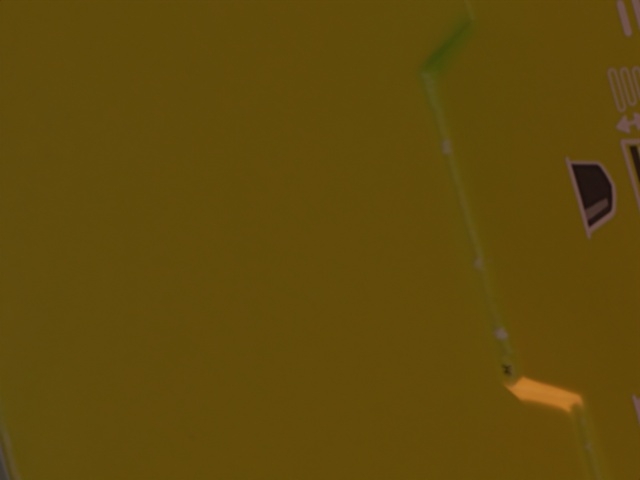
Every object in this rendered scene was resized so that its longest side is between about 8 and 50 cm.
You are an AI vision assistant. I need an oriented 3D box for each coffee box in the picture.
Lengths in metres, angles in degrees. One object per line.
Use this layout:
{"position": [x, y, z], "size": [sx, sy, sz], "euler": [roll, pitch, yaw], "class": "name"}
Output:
{"position": [0.000, 0.000, 0.633], "size": [0.338, 0.338, 0.334], "euler": [-17, -177, -26], "class": "coffee box"}
